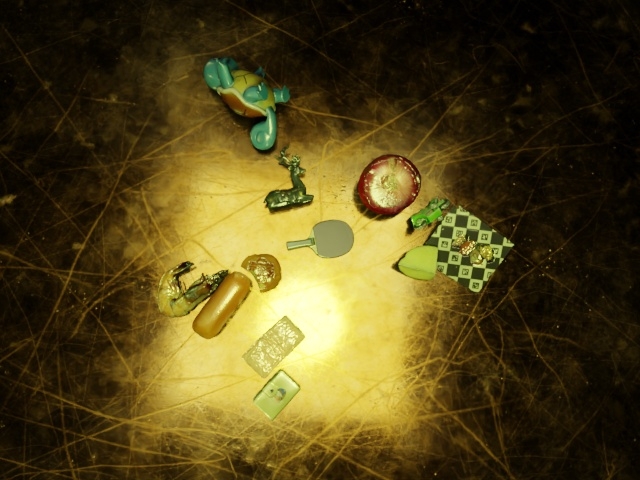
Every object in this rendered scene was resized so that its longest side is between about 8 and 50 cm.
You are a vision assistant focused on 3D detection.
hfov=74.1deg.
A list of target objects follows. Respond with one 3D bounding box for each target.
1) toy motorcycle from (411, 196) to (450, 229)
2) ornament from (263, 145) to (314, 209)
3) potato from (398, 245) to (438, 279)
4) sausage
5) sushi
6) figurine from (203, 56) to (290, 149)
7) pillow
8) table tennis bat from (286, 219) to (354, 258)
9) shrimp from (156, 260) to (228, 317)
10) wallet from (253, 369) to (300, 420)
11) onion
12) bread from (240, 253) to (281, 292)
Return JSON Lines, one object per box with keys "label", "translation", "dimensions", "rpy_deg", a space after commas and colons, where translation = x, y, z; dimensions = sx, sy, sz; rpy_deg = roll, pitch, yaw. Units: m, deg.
{"label": "toy motorcycle", "translation": [0.430, -0.104, 1.690], "dimensions": [0.190, 0.106, 0.074], "rpy_deg": [-39, 110, -13]}
{"label": "ornament", "translation": [-0.148, -0.250, 1.683], "dimensions": [0.202, 0.080, 0.236], "rpy_deg": [-13, 85, -9]}
{"label": "potato", "translation": [0.384, 0.080, 1.681], "dimensions": [0.149, 0.081, 0.120], "rpy_deg": [14, 62, 6]}
{"label": "sausage", "translation": [-0.365, 0.238, 1.580], "dimensions": [0.105, 0.105, 0.274], "rpy_deg": [35, 80, 2]}
{"label": "sushi", "translation": [0.576, 0.032, 1.704], "dimensions": [0.290, 0.050, 0.264], "rpy_deg": [33, 101, 0]}
{"label": "figurine", "translation": [-0.273, -0.579, 1.668], "dimensions": [0.416, 0.243, 0.298], "rpy_deg": [53, 38, 2]}
{"label": "pillow", "translation": [-0.176, 0.400, 1.600], "dimensions": [0.232, 0.043, 0.126], "rpy_deg": [-43, 81, -6]}
{"label": "table tennis bat", "translation": [0.000, 0.000, 1.683], "dimensions": [0.274, 0.021, 0.154], "rpy_deg": [-9, 82, -8]}
{"label": "shrimp", "translation": [-0.496, 0.160, 1.604], "dimensions": [0.289, 0.075, 0.178], "rpy_deg": [-39, 83, 4]}
{"label": "wallet", "translation": [-0.164, 0.571, 1.574], "dimensions": [0.110, 0.039, 0.155], "rpy_deg": [44, 81, 0]}
{"label": "onion", "translation": [0.270, -0.217, 1.666], "dimensions": [0.247, 0.161, 0.248], "rpy_deg": [-1, 85, 6]}
{"label": "bread", "translation": [-0.215, 0.114, 1.615], "dimensions": [0.125, 0.086, 0.156], "rpy_deg": [-37, 88, -14]}
